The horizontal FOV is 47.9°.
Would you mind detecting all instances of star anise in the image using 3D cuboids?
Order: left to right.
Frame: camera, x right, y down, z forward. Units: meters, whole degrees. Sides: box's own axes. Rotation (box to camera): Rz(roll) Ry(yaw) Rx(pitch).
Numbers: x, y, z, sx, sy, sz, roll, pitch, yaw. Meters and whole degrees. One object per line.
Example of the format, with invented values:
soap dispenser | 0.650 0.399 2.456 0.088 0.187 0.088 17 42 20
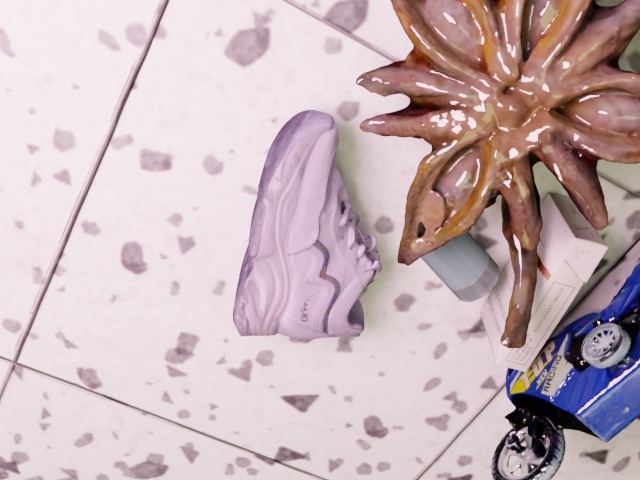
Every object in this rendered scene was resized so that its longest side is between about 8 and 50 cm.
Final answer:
star anise | 0.156 -0.101 0.576 0.292 0.109 0.350 -31 95 29

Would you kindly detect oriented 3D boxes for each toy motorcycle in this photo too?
toy motorcycle | 0.274 0.110 0.701 0.113 0.169 0.315 40 105 -13

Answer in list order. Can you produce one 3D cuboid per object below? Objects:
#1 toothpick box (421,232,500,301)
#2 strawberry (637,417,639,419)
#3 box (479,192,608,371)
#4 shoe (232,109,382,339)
toothpick box | 0.129 0.015 0.697 0.052 0.052 0.083 -37 113 21
strawberry | 0.455 0.175 0.700 0.276 0.257 0.257 4 129 38
box | 0.208 0.040 0.694 0.040 0.084 0.154 17 121 -9
shoe | 0.000 0.000 0.671 0.137 0.095 0.245 9 125 -10
